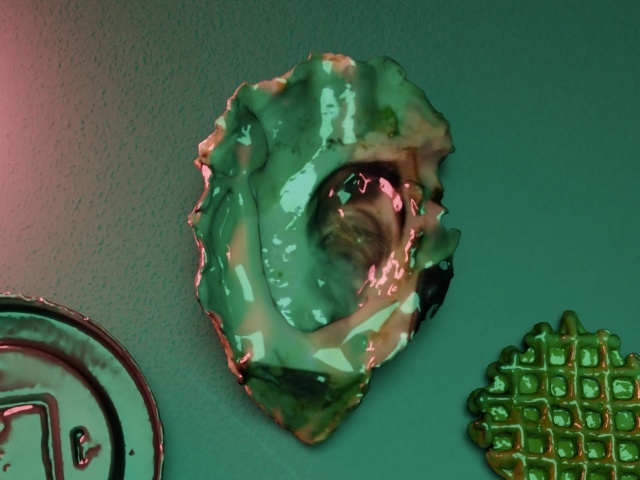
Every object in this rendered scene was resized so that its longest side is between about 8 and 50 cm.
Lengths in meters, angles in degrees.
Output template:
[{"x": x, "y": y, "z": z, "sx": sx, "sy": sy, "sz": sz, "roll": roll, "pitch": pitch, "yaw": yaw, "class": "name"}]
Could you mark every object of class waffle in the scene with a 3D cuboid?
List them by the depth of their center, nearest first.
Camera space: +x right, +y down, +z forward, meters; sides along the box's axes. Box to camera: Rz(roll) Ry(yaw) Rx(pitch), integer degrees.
[{"x": 0.223, "y": 0.159, "z": 1.658, "sx": 0.169, "sy": 0.036, "sz": 0.183, "roll": -41, "pitch": 82, "yaw": -13, "class": "waffle"}]

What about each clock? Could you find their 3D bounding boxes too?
[{"x": -0.268, "y": 0.184, "z": 1.626, "sx": 0.280, "sy": 0.055, "sz": 0.281, "roll": 0, "pitch": 75, "yaw": -2, "class": "clock"}]

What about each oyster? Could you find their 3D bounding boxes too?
[{"x": 0.000, "y": 0.000, "z": 1.658, "sx": 0.237, "sy": 0.115, "sz": 0.351, "roll": 4, "pitch": 80, "yaw": -10, "class": "oyster"}]
